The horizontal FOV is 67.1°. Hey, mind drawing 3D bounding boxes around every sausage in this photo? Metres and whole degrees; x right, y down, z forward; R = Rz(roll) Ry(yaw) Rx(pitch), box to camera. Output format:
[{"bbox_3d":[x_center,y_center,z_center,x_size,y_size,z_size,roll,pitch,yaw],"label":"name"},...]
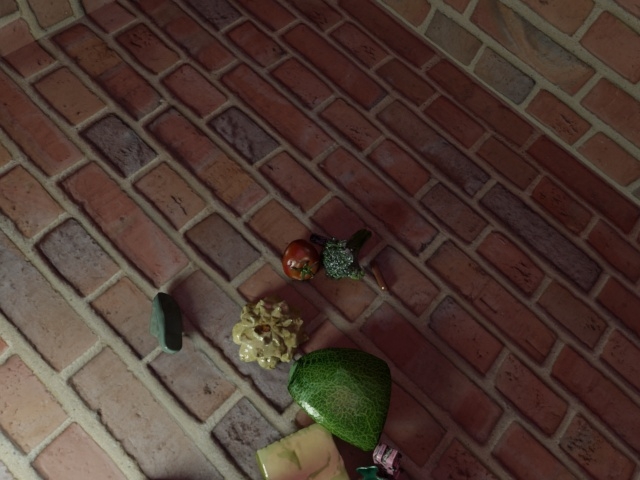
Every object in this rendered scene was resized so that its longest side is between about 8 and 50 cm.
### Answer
[{"bbox_3d":[0.247,0.149,2.038,0.030,0.035,0.147,-28,70,13],"label":"sausage"}]

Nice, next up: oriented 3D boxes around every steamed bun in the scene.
[{"bbox_3d":[-0.182,0.330,1.825,0.296,0.137,0.292,14,61,-2],"label":"steamed bun"}]

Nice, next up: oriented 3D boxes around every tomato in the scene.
[{"bbox_3d":[-0.083,0.074,1.953,0.168,0.167,0.167,4,66,-8],"label":"tomato"}]

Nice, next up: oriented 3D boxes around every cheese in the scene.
[{"bbox_3d":[-0.059,0.782,1.650,0.266,0.123,0.242,-19,67,-18],"label":"cheese"}]

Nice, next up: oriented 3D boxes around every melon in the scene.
[{"bbox_3d":[0.057,0.543,1.738,0.344,0.226,0.330,22,67,-12],"label":"melon"}]

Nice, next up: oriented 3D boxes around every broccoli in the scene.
[{"bbox_3d":[0.140,0.060,2.004,0.275,0.177,0.198,-21,65,-32],"label":"broccoli"}]

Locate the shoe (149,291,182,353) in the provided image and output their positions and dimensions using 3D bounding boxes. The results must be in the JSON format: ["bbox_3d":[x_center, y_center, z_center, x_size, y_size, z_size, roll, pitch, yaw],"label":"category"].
[{"bbox_3d":[-0.579,0.314,1.790,0.100,0.103,0.250,-37,55,21],"label":"shoe"}]

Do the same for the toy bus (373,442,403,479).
[{"bbox_3d":[0.233,0.773,1.661,0.090,0.203,0.063,17,49,27],"label":"toy bus"}]

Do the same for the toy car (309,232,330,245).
[{"bbox_3d":[0.000,0.000,2.063,0.093,0.025,0.041,21,66,3],"label":"toy car"}]

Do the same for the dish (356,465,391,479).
[{"bbox_3d":[0.211,0.873,1.648,0.078,0.224,0.245,-13,83,-61],"label":"dish"}]
